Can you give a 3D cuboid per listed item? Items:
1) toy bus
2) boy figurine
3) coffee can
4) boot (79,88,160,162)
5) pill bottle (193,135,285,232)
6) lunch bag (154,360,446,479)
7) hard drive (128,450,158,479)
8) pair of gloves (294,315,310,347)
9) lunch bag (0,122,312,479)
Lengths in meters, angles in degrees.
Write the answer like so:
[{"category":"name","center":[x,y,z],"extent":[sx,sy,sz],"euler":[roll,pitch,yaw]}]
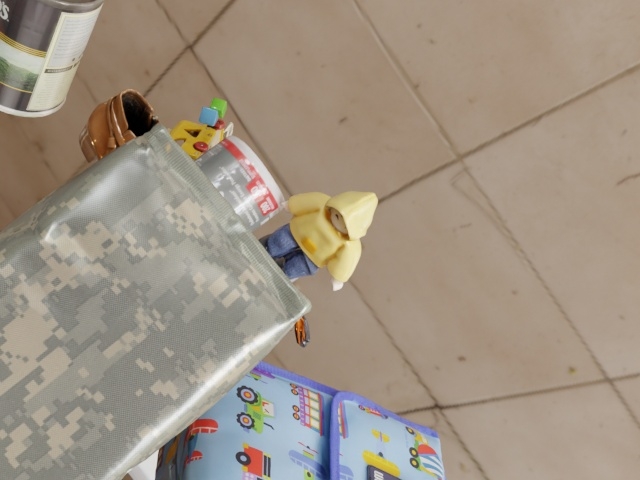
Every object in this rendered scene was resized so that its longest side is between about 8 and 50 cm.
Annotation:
[{"category":"toy bus","center":[-0.258,-0.184,1.724],"extent":[0.104,0.191,0.202],"euler":[18,170,3]},{"category":"boy figurine","center":[0.000,0.000,1.468],"extent":[0.285,0.092,0.177],"euler":[-27,91,51]},{"category":"coffee can","center":[-0.531,-0.396,1.627],"extent":[0.201,0.201,0.275],"euler":[44,129,10]},{"category":"boot","center":[-0.320,-0.130,1.597],"extent":[0.220,0.109,0.283],"euler":[-24,95,54]},{"category":"pill bottle","center":[-0.217,-0.039,1.511],"extent":[0.161,0.283,0.161],"euler":[50,170,12]},{"category":"lunch bag","center":[0.004,0.245,0.787],"extent":[0.293,0.221,0.138],"euler":[18,123,-16]},{"category":"hard drive","center":[-0.247,0.290,1.428],"extent":[0.353,0.233,0.047],"euler":[50,124,9]},{"category":"pair of gloves","center":[-0.046,0.100,1.134],"extent":[0.083,0.010,0.074],"euler":[15,125,41]},{"category":"lunch bag","center":[-0.161,0.065,0.602],"extent":[0.169,0.235,0.287],"euler":[51,169,-8]}]
